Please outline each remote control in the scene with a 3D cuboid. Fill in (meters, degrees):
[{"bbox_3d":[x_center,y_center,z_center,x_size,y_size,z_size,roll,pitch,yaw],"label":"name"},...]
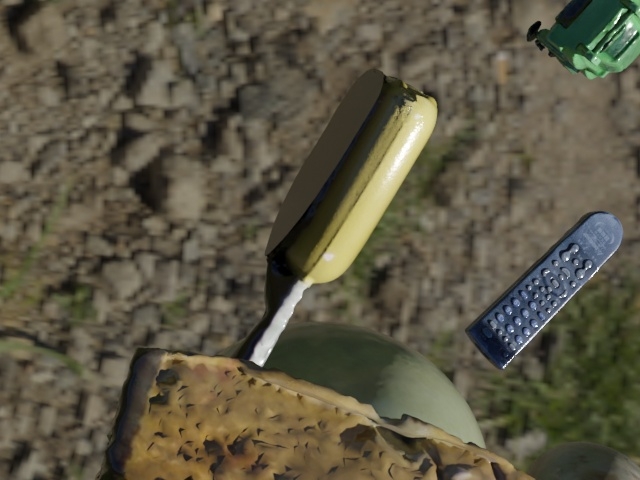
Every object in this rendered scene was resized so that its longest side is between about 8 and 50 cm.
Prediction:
[{"bbox_3d":[0.179,0.035,1.537,0.152,0.027,0.043,-44,110,-13],"label":"remote control"}]

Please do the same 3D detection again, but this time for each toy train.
[{"bbox_3d":[0.239,-0.177,1.653,0.099,0.081,0.149,-48,157,7],"label":"toy train"}]

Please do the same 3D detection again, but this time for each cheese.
[{"bbox_3d":[-0.001,-0.001,0.889,0.036,0.086,0.162,30,95,-11],"label":"cheese"}]

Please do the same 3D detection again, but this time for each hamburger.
[{"bbox_3d":[0.002,0.145,0.759,0.207,0.135,0.155,12,54,-4],"label":"hamburger"}]

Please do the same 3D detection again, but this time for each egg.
[{"bbox_3d":[-0.001,0.139,1.122,0.186,0.253,0.187,2,84,-21],"label":"egg"}]

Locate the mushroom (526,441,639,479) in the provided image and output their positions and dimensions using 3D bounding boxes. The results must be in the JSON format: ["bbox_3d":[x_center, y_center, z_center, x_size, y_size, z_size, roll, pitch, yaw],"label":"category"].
[{"bbox_3d":[0.193,0.297,1.695,0.243,0.243,0.244,-2,93,-35],"label":"mushroom"}]
